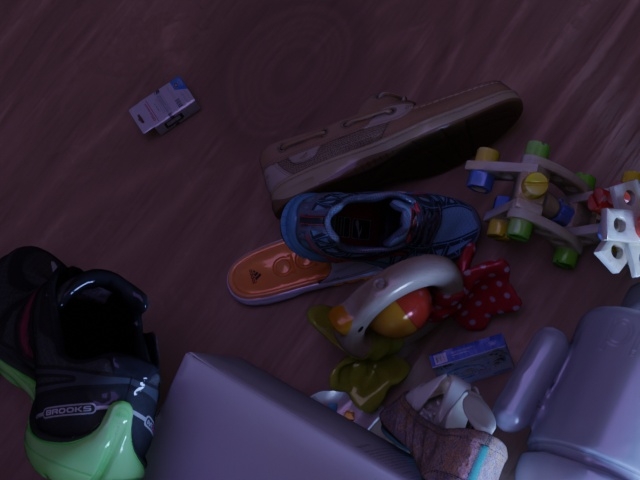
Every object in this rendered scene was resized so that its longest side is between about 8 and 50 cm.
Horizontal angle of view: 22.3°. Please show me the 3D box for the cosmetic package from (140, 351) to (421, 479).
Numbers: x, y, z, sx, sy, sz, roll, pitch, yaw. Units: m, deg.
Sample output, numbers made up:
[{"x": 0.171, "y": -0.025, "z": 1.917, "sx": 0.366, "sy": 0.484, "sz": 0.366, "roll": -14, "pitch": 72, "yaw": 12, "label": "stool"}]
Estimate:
[{"x": -0.019, "y": 0.293, "z": 1.855, "sx": 0.366, "sy": 0.155, "sz": 0.197, "roll": 29, "pitch": 96, "yaw": 23, "label": "cosmetic package"}]

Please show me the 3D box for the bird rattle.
[{"x": 0.108, "y": 0.087, "z": 1.910, "sx": 0.254, "sy": 0.207, "sz": 0.143, "roll": -26, "pitch": 66, "yaw": 7, "label": "bird rattle"}]

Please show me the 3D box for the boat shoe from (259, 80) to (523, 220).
[{"x": 0.084, "y": -0.136, "z": 2.050, "sx": 0.341, "sy": 0.121, "sz": 0.110, "roll": -22, "pitch": 65, "yaw": 6, "label": "boat shoe"}]

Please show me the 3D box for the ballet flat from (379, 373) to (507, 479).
[{"x": 0.145, "y": 0.210, "z": 1.806, "sx": 0.108, "sy": 0.316, "sz": 0.106, "roll": 22, "pitch": 96, "yaw": -15, "label": "ballet flat"}]

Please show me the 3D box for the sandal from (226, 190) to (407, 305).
[{"x": 0.003, "y": 0.009, "z": 2.034, "sx": 0.265, "sy": 0.076, "sz": 0.102, "roll": -22, "pitch": 65, "yaw": 4, "label": "sandal"}]

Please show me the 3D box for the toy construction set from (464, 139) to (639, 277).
[{"x": 0.325, "y": -0.038, "z": 1.872, "sx": 0.328, "sy": 0.215, "sz": 0.151, "roll": 20, "pitch": 86, "yaw": 66, "label": "toy construction set"}]

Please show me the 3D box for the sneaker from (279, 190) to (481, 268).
[{"x": 0.090, "y": -0.009, "z": 1.945, "sx": 0.262, "sy": 0.125, "sz": 0.104, "roll": -2, "pitch": 89, "yaw": -26, "label": "sneaker"}]

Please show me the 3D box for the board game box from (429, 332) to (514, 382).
[{"x": 0.180, "y": 0.144, "z": 1.926, "sx": 0.090, "sy": 0.090, "sz": 0.020, "roll": -17, "pitch": 64, "yaw": 6, "label": "board game box"}]

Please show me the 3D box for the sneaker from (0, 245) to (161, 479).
[{"x": -0.276, "y": 0.114, "z": 1.917, "sx": 0.202, "sy": 0.185, "sz": 0.483, "roll": -65, "pitch": 31, "yaw": 13, "label": "sneaker"}]

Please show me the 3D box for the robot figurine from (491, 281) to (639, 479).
[{"x": 0.340, "y": 0.212, "z": 1.796, "sx": 0.300, "sy": 0.200, "sz": 0.353, "roll": 26, "pitch": 76, "yaw": -1, "label": "robot figurine"}]

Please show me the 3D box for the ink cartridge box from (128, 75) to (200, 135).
[{"x": -0.210, "y": -0.177, "z": 2.191, "sx": 0.083, "sy": 0.028, "sz": 0.048, "roll": -33, "pitch": 64, "yaw": -1, "label": "ink cartridge box"}]

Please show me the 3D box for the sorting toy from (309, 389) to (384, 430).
[{"x": 0.035, "y": 0.209, "z": 1.965, "sx": 0.075, "sy": 0.045, "sz": 0.083, "roll": -37, "pitch": 65, "yaw": -11, "label": "sorting toy"}]
